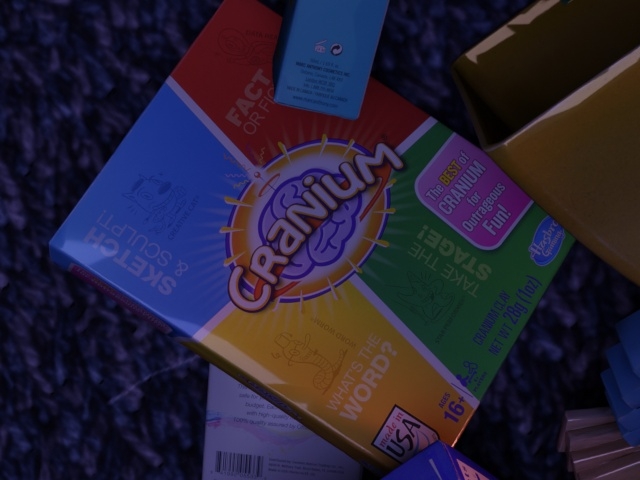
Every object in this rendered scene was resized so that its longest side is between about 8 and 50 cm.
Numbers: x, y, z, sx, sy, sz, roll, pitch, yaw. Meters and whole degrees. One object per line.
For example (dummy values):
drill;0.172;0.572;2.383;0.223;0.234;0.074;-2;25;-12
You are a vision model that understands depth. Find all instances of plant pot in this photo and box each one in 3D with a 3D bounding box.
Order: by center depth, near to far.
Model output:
plant pot;0.238;-0.085;0.886;0.212;0.212;0.187;-35;109;13

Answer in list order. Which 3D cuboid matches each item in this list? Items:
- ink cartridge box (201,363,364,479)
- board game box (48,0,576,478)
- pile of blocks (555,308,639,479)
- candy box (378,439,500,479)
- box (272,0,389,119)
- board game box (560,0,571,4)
ink cartridge box;-0.024;0.138;1.025;0.127;0.072;0.175;6;102;5
board game box;0.000;0.000;0.942;0.316;0.064;0.242;33;75;-1
pile of blocks;0.255;0.146;0.889;0.149;0.112;0.362;-6;135;-5
candy box;0.072;0.307;0.937;0.268;0.122;0.317;-36;138;14
box;0.022;-0.212;0.840;0.060;0.100;0.244;11;114;-8
board game box;0.180;-0.265;0.836;0.136;0.260;0.030;51;141;-6
